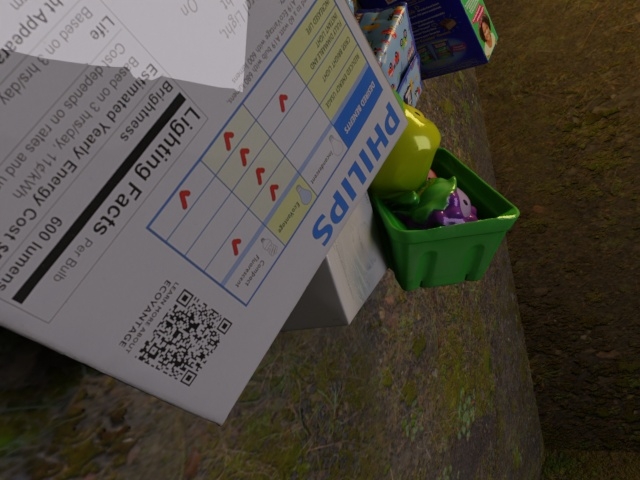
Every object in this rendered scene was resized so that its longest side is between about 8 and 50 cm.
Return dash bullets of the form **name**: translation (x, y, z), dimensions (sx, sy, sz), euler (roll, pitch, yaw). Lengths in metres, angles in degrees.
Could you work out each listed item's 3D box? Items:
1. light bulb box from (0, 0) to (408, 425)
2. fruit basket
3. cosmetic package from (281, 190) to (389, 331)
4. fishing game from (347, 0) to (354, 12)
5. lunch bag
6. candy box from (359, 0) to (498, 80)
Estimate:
- **light bulb box**: translation (-0.157, -0.101, 0.427), dimensions (0.358, 0.225, 0.361), euler (-58, 136, -17)
- **fruit basket**: translation (0.186, -0.133, 1.025), dimensions (0.392, 0.283, 0.392), euler (173, -90, -80)
- **cosmetic package**: translation (0.000, 0.000, 0.890), dimensions (0.224, 0.138, 0.224), euler (-44, 120, -58)
- **fishing game**: translation (0.056, -0.566, 1.270), dimensions (0.264, 0.041, 0.189), euler (46, 46, -46)
- **lunch bag**: translation (0.164, -0.385, 1.283), dimensions (0.293, 0.138, 0.221), euler (51, 54, -48)
- **candy box**: translation (0.303, -0.621, 1.445), dimensions (0.317, 0.268, 0.122), euler (46, 57, -37)
